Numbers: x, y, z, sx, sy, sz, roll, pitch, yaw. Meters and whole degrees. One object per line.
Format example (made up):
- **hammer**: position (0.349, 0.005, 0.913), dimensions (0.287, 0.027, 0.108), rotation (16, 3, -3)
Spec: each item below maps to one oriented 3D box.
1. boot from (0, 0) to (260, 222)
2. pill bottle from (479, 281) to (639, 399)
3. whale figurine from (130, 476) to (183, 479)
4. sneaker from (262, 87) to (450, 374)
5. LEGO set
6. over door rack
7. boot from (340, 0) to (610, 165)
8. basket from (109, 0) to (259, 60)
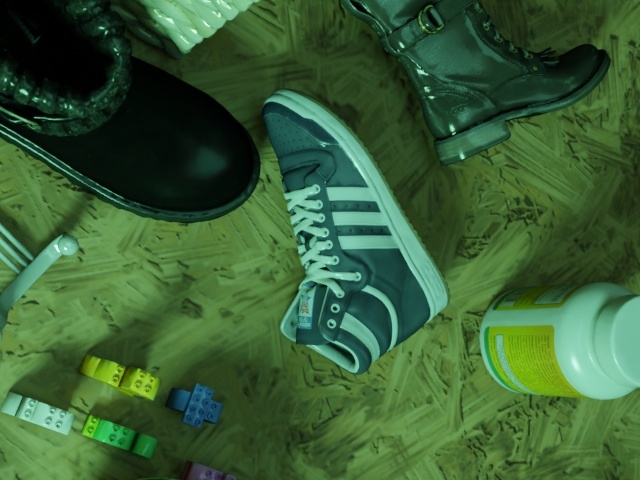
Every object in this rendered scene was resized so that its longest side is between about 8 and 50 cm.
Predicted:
- **boot**: position (-0.175, -0.122, 0.897), dimensions (0.348, 0.260, 0.131), rotation (22, 76, -21)
- **pill bottle**: position (0.264, 0.102, 1.105), dimensions (0.117, 0.208, 0.118), rotation (3, 84, -24)
- **whale figurine**: position (-0.144, 0.338, 0.899), dimensions (0.216, 0.141, 0.272), rotation (14, 82, -14)
- **sneaker**: position (0.000, 0.000, 1.056), dimensions (0.153, 0.099, 0.282), rotation (-41, 105, -24)
- **LEGO set**: position (-0.157, 0.156, 0.971), dimensions (0.227, 0.093, 0.087), rotation (25, 75, -20)
- **over door rack**: position (-0.385, 0.034, 0.872), dimensions (0.239, 0.108, 0.324), rotation (47, 69, -13)
- **boot**: position (0.173, -0.227, 1.161), dimensions (0.263, 0.091, 0.229), rotation (-30, 98, -22)
- **basket**: position (-0.145, -0.369, 0.902), dimensions (0.331, 0.328, 0.266), rotation (34, 74, -18)
